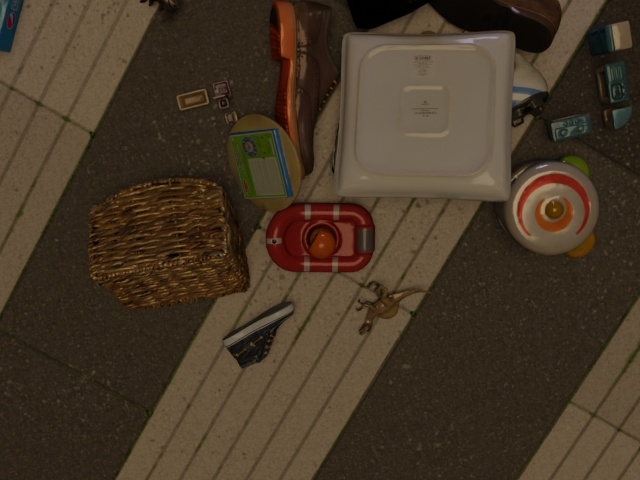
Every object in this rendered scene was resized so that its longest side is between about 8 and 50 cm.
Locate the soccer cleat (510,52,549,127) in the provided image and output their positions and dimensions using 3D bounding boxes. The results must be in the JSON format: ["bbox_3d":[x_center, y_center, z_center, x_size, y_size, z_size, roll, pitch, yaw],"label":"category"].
[{"bbox_3d":[0.300,-0.265,1.573,0.331,0.116,0.143,-27,76,7],"label":"soccer cleat"}]

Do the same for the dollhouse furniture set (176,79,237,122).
[{"bbox_3d":[-0.241,-0.279,1.586,0.115,0.081,0.090,-13,99,4],"label":"dollhouse furniture set"}]

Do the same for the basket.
[{"bbox_3d":[-0.320,0.005,1.631,0.300,0.223,0.213,-11,66,3],"label":"basket"}]

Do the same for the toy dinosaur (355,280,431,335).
[{"bbox_3d":[0.143,0.131,1.668,0.183,0.053,0.092,-37,112,14],"label":"toy dinosaur"}]

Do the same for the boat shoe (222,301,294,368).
[{"bbox_3d":[-0.120,0.208,1.676,0.183,0.065,0.083,-30,99,13],"label":"boat shoe"}]

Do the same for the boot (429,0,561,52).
[{"bbox_3d":[0.341,-0.491,1.543,0.305,0.112,0.115,28,61,6],"label":"boot"}]

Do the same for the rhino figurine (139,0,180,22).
[{"bbox_3d":[-0.326,-0.566,1.546,0.107,0.073,0.243,1,101,4],"label":"rhino figurine"}]

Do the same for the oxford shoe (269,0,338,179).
[{"bbox_3d":[-0.023,-0.302,1.558,0.133,0.130,0.363,-7,109,-15],"label":"oxford shoe"}]

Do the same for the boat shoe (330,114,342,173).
[{"bbox_3d":[0.072,-0.234,1.591,0.078,0.070,0.219,12,99,0],"label":"boat shoe"}]

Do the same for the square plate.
[{"bbox_3d":[0.203,-0.253,1.504,0.348,0.049,0.343,2,85,10],"label":"square plate"}]

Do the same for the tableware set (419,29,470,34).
[{"bbox_3d":[0.246,-0.390,1.587,0.154,0.024,0.104,-24,95,6],"label":"tableware set"}]

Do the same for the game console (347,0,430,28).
[{"bbox_3d":[0.113,-0.620,1.512,0.213,0.044,0.361,-19,90,26],"label":"game console"}]

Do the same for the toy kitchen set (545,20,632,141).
[{"bbox_3d":[0.535,-0.316,1.539,0.166,0.122,0.207,-12,99,3],"label":"toy kitchen set"}]

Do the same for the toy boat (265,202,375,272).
[{"bbox_3d":[0.000,0.000,1.590,0.231,0.151,0.150,0,99,1],"label":"toy boat"}]

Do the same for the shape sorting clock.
[{"bbox_3d":[-0.116,-0.160,1.574,0.206,0.040,0.206,18,121,32],"label":"shape sorting clock"}]

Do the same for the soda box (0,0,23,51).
[{"bbox_3d":[-0.657,-0.500,1.566,0.067,0.071,0.210,18,100,-2],"label":"soda box"}]

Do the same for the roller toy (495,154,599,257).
[{"bbox_3d":[0.465,-0.068,1.569,0.191,0.146,0.209,-2,100,2],"label":"roller toy"}]
